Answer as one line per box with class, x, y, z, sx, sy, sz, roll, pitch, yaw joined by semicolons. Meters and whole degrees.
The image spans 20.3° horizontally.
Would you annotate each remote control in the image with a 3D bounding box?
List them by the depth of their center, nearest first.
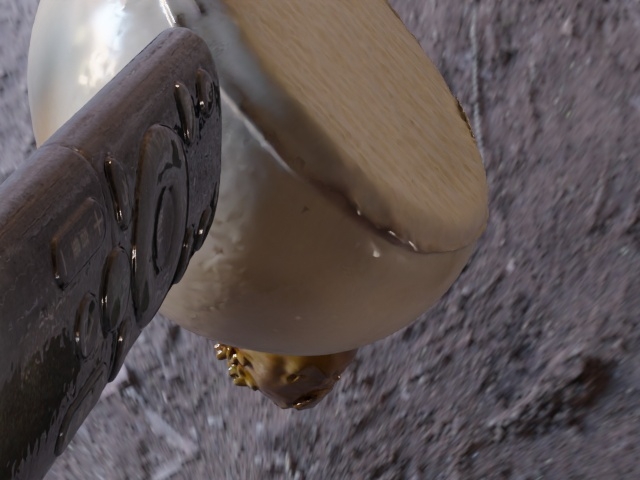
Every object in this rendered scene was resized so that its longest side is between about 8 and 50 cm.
remote control;-0.096;0.023;0.620;0.044;0.377;0.107;10;113;8

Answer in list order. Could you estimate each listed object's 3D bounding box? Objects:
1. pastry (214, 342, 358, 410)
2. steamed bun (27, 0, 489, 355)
pastry;0.000;0.000;1.669;0.162;0.255;0.311;27;112;-6
steamed bun;-0.061;-0.074;1.316;0.241;0.374;0.374;-42;80;24
